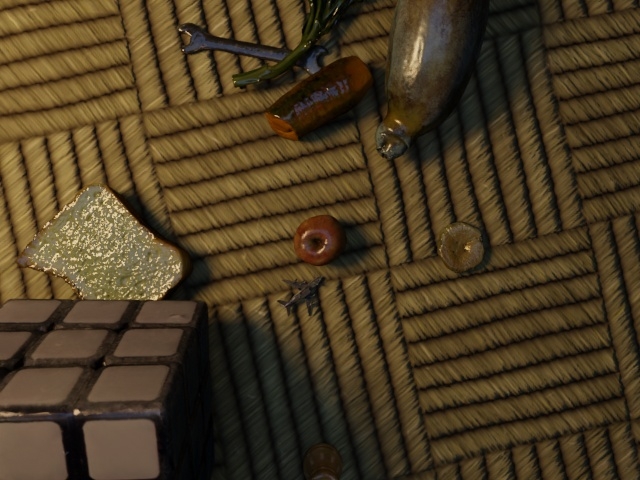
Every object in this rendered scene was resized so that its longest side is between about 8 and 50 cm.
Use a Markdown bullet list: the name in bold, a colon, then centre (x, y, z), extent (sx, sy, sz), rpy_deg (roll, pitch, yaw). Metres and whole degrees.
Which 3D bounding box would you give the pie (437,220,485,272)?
- **pie**: centre (0.228, 0.010, 0.987), extent (0.084, 0.020, 0.084), rpy_deg (0, 88, -3)

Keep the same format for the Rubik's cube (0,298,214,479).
- **Rubik's cube**: centre (-0.308, 0.265, 0.799), extent (0.303, 0.305, 0.301), rpy_deg (-1, 107, -3)

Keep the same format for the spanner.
- **spanner**: centre (-0.108, -0.308, 0.982), extent (0.254, 0.015, 0.054), rpy_deg (10, 91, -1)

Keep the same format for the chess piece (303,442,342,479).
- **chess piece**: centre (0.005, 0.361, 0.927), extent (0.066, 0.122, 0.066), rpy_deg (0, 90, -2)

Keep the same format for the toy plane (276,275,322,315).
- **toy plane**: centre (-0.030, 0.085, 0.977), extent (0.084, 0.024, 0.078), rpy_deg (-36, 109, -2)

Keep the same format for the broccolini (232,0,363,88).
- **broccolini**: centre (-0.052, -0.349, 0.957), extent (0.271, 0.062, 0.123), rpy_deg (-43, 75, -5)

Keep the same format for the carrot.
- **carrot**: centre (0.000, -0.220, 0.952), extent (0.173, 0.082, 0.082), rpy_deg (-37, 91, -1)

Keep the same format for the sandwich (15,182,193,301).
- **sandwich**: centre (-0.328, 0.034, 0.948), extent (0.214, 0.065, 0.186), rpy_deg (44, 89, -2)

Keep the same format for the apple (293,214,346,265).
- **apple**: centre (0.000, 0.000, 0.957), extent (0.084, 0.071, 0.084), rpy_deg (0, 90, 6)

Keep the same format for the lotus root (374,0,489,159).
- **lotus root**: centre (0.170, -0.275, 0.922), extent (0.140, 0.158, 0.322), rpy_deg (11, 96, -2)
